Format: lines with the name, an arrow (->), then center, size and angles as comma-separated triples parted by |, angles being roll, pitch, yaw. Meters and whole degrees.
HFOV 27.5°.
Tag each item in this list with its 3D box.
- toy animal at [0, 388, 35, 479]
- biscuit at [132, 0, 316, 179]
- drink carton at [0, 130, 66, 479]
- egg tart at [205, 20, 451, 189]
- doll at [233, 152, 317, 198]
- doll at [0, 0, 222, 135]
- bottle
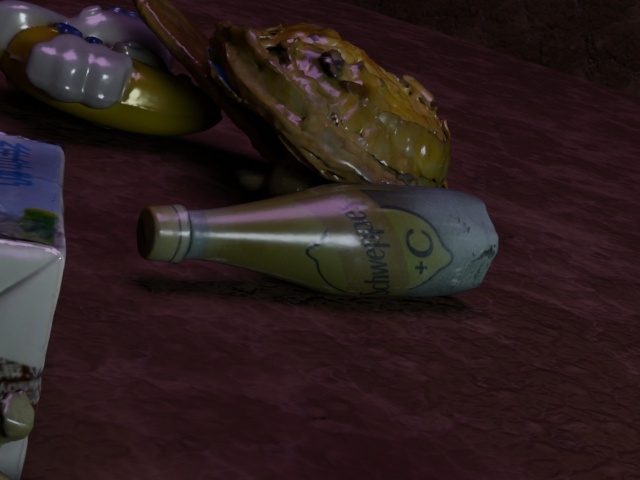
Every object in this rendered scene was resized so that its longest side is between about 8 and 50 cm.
toy animal -> -0.120, 0.100, 0.489 | 0.220, 0.086, 0.069 | 18, 55, -4
biscuit -> -0.092, -0.144, 1.233 | 0.247, 0.029, 0.118 | 48, 14, 5
drink carton -> -0.285, 0.003, 0.578 | 0.325, 0.132, 0.194 | 10, 16, -14
egg tart -> 0.025, -0.121, 1.169 | 0.291, 0.107, 0.291 | 38, 10, -8
doll -> -0.041, -0.046, 1.147 | 0.062, 0.051, 0.093 | 1, -9, -36
doll -> -0.212, -0.174, 1.281 | 0.252, 0.111, 0.237 | 7, 17, -37
bottle -> 0.000, 0.000, 0.921 | 0.270, 0.083, 0.083 | 0, 20, -30
